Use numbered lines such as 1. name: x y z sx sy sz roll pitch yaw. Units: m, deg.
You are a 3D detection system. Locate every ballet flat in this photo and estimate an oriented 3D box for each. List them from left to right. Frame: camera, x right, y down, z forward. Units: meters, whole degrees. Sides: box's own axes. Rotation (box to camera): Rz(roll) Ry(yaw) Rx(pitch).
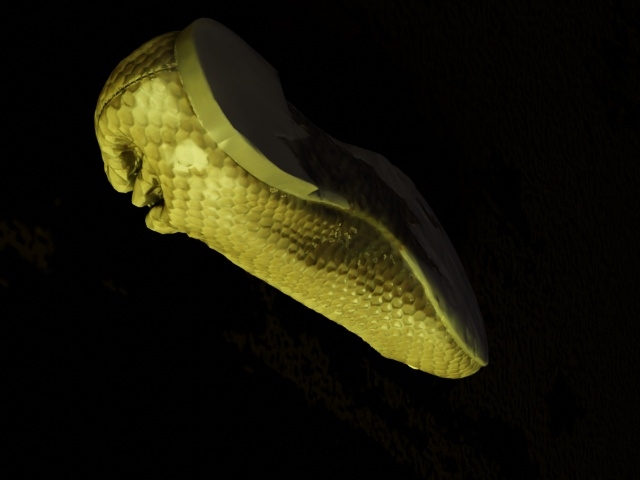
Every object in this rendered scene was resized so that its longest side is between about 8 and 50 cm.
1. ballet flat: 0.000 0.000 0.430 0.250 0.058 0.084 35 32 -55
